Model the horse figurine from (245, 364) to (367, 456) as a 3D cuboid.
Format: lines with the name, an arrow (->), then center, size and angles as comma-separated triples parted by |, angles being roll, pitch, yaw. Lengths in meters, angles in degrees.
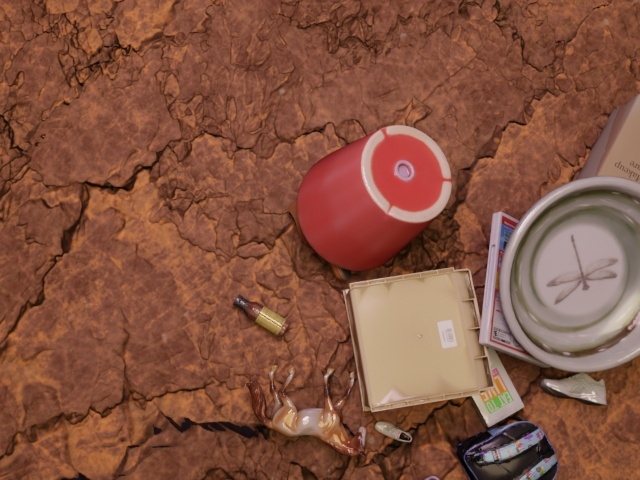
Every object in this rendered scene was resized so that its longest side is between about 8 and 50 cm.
horse figurine -> -0.029, 0.353, 1.337 | 0.263, 0.066, 0.174 | 6, 76, -4

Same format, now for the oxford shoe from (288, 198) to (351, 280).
oxford shoe -> 0.000, 0.000, 1.397 | 0.076, 0.076, 0.212 | -30, 85, 22

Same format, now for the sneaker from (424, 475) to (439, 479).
sneaker -> 0.275, 0.567, 1.321 | 0.170, 0.071, 0.068 | 43, 82, 2

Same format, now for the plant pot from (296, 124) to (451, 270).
plant pot -> 0.117, -0.096, 1.283 | 0.275, 0.243, 0.275 | 6, 73, -21

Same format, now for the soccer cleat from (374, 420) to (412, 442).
soccer cleat -> 0.156, 0.407, 1.354 | 0.083, 0.035, 0.029 | 24, 81, 0

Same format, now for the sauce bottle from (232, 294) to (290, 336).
sauce bottle -> -0.127, 0.159, 1.369 | 0.128, 0.042, 0.042 | 34, 81, 2

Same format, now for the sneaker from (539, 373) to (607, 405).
sneaker -> 0.549, 0.316, 1.387 | 0.152, 0.054, 0.061 | 14, 72, -7

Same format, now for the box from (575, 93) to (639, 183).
box -> 0.673, -0.147, 1.421 | 0.148, 0.121, 0.311 | 29, 81, 0

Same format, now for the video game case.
video game case -> 0.426, 0.105, 1.348 | 0.204, 0.025, 0.285 | 23, 68, -29

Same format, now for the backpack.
backpack -> 0.389, 0.455, 1.320 | 0.173, 0.117, 0.158 | -30, 84, -6

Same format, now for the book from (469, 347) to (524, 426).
book -> 0.365, 0.316, 1.384 | 0.096, 0.035, 0.144 | -26, 81, -8

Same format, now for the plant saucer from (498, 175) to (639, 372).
plant saucer -> 0.538, 0.065, 1.298 | 0.400, 0.100, 0.400 | -2, 101, -8

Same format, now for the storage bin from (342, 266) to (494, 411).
storage bin -> 0.198, 0.204, 1.328 | 0.260, 0.123, 0.262 | -8, 77, -3
